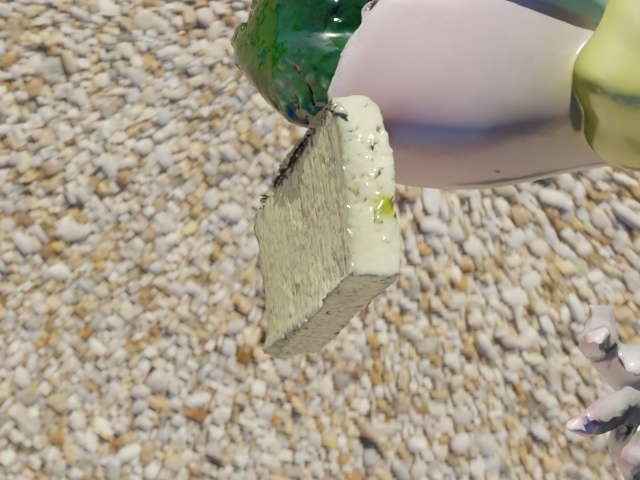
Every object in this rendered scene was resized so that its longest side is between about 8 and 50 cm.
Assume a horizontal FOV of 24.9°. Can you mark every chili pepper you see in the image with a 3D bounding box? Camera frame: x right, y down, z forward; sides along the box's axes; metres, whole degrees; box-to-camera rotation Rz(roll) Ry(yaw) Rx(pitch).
[{"bbox_3d":[0.053,-0.190,0.987,0.265,0.148,0.116,-31,130,2],"label":"chili pepper"}]

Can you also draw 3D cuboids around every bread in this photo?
[{"bbox_3d":[0.000,0.000,0.564,0.028,0.153,0.068,-1,74,-13],"label":"bread"}]

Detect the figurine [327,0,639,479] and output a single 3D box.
[{"bbox_3d":[0.138,-0.006,0.477,0.316,0.284,0.206,38,100,33],"label":"figurine"}]
